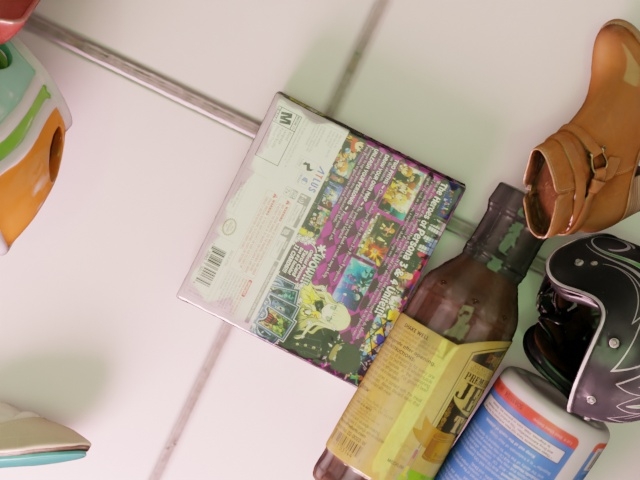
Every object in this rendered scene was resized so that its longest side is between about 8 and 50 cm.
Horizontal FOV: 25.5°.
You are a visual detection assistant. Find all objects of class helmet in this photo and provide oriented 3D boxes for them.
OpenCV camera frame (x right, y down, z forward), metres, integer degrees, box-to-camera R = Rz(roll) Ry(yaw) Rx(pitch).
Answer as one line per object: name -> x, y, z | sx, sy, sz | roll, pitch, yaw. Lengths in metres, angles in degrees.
helmet -> 0.279, 0.088, 1.323 | 0.169, 0.169, 0.161 | -45, 54, 8

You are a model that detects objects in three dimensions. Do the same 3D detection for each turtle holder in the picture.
turtle holder -> -0.383, -0.113, 1.342 | 0.227, 0.243, 0.320 | -40, 50, -14

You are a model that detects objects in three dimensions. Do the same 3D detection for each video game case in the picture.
video game case -> 0.000, 0.000, 1.406 | 0.210, 0.042, 0.232 | 26, 99, 0

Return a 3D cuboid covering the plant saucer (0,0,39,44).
plant saucer -> -0.361, -0.264, 1.310 | 0.259, 0.259, 0.047 | 10, 128, 2

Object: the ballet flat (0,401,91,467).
ballet flat -> -0.358, 0.204, 1.446 | 0.249, 0.086, 0.086 | -13, 97, 6

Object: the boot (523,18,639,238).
boot -> 0.250, -0.102, 1.322 | 0.152, 0.073, 0.197 | -16, 102, -36

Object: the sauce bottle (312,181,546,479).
sauce bottle -> 0.119, 0.107, 1.374 | 0.111, 0.111, 0.344 | 30, 93, -1

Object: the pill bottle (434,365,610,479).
pill bottle -> 0.175, 0.245, 1.388 | 0.124, 0.124, 0.221 | 32, 98, -1
